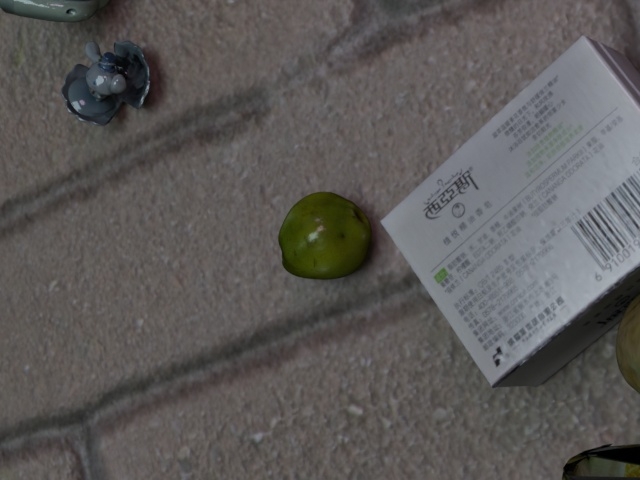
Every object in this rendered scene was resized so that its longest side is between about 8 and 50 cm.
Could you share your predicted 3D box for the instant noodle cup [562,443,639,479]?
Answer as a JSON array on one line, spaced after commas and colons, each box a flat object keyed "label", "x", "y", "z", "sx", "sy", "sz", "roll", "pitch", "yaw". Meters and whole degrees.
[{"label": "instant noodle cup", "x": 0.303, "y": 0.275, "z": 1.168, "sx": 0.240, "sy": 0.240, "sz": 0.178, "roll": 6, "pitch": 98, "yaw": 33}]

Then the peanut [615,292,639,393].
[{"label": "peanut", "x": 0.400, "y": 0.077, "z": 1.155, "sx": 0.340, "sy": 0.158, "sz": 0.174, "roll": 19, "pitch": 122, "yaw": 37}]

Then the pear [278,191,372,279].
[{"label": "pear", "x": 0.000, "y": 0.000, "z": 1.451, "sx": 0.097, "sy": 0.092, "sz": 0.092, "roll": -43, "pitch": 65, "yaw": 21}]

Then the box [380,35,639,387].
[{"label": "box", "x": 0.212, "y": -0.020, "z": 1.303, "sx": 0.260, "sy": 0.111, "sz": 0.194, "roll": -43, "pitch": 65, "yaw": 25}]

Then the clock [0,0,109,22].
[{"label": "clock", "x": -0.279, "y": -0.372, "z": 1.596, "sx": 0.146, "sy": 0.199, "sz": 0.243, "roll": 16, "pitch": 116, "yaw": 14}]

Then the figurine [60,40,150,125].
[{"label": "figurine", "x": -0.232, "y": -0.179, "z": 1.612, "sx": 0.086, "sy": 0.082, "sz": 0.094, "roll": -42, "pitch": 65, "yaw": 46}]
